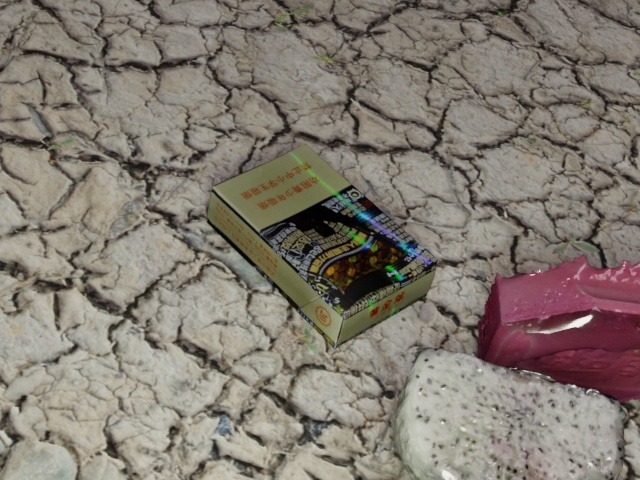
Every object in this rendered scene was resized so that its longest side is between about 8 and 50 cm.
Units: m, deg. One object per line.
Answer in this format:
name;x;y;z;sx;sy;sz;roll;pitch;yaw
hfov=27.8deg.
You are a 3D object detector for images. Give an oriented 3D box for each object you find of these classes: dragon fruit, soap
dragon fruit;0.218;0.282;1.636;0.283;0.221;0.204;18;65;1
soap;0.394;0.131;1.828;0.325;0.220;0.127;6;54;-9

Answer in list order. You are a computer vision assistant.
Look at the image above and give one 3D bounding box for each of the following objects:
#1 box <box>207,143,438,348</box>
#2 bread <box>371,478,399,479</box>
box;0.000;0.000;1.948;0.198;0.084;0.310;-27;57;-34
bread;0.089;0.374;1.644;0.068;0.028;0.153;-1;48;-17
